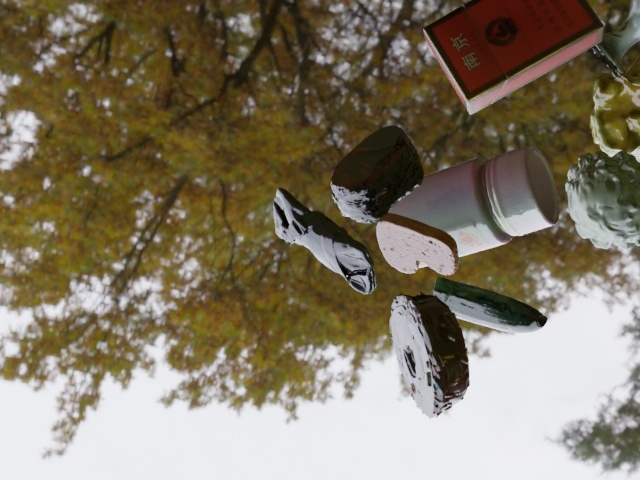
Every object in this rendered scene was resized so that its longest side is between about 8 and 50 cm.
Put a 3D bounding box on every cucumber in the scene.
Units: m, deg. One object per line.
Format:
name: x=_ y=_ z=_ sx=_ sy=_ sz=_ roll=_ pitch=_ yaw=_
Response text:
cucumber: x=0.357 y=0.149 z=2.024 sx=0.243 sy=0.063 sz=0.115 roll=12 pitch=159 yaw=40

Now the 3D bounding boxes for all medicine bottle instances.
medicine bottle: x=0.357 y=-0.080 z=2.308 sx=0.219 sy=0.388 sz=0.219 roll=34 pitch=-133 yaw=-46

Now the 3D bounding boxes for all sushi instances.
sushi: x=0.126 y=-0.142 z=2.110 sx=0.136 sy=0.126 sz=0.225 roll=16 pitch=-126 yaw=45

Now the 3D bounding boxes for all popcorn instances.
popcorn: x=0.502 y=-0.191 z=1.418 sx=0.189 sy=0.218 sz=0.169 roll=-15 pitch=-111 yaw=-51

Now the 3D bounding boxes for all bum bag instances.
bum bag: x=0.000 y=0.000 z=1.688 sx=0.248 sy=0.123 sz=0.060 roll=28 pitch=-121 yaw=30

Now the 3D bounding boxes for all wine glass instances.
wine glass: x=0.774 y=-0.529 z=2.180 sx=0.190 sy=0.357 sz=0.190 roll=41 pitch=-157 yaw=-21

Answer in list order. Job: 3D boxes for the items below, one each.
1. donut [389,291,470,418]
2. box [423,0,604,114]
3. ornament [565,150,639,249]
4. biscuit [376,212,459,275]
donut: x=0.202 y=0.206 z=1.765 sx=0.089 sy=0.235 sz=0.235 roll=-13 pitch=-135 yaw=-14
box: x=0.303 y=-0.326 z=1.522 sx=0.153 sy=0.239 sz=0.074 roll=62 pitch=-173 yaw=14
ornament: x=0.439 y=-0.024 z=1.193 sx=0.285 sy=0.121 sz=0.130 roll=17 pitch=-166 yaw=-12
biscuit: x=0.205 y=0.020 z=1.994 sx=0.192 sy=0.186 sz=0.036 roll=21 pitch=-120 yaw=30
